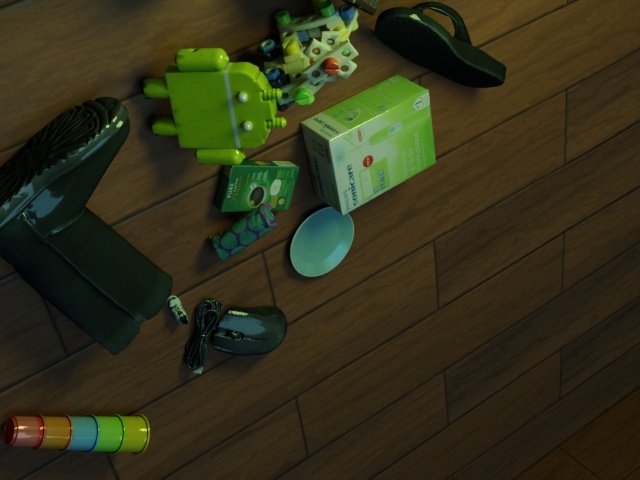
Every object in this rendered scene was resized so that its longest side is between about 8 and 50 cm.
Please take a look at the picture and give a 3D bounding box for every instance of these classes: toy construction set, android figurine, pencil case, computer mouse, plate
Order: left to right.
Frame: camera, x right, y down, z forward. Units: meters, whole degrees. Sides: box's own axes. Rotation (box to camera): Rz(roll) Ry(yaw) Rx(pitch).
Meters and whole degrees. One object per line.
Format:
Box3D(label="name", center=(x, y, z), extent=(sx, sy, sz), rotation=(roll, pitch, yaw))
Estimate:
Box3D(label="android figurine", center=(-0.200, -0.255, 1.810), extent=(0.056, 0.272, 0.248), rotation=(-71, 161, -52))
Box3D(label="pencil case", center=(-0.168, -0.020, 2.065), extent=(0.151, 0.070, 0.064), rotation=(-32, 116, 17))
Box3D(label="computer mouse", center=(-0.180, 0.227, 2.238), extent=(0.272, 0.072, 0.189), rotation=(0, 115, -39))
Box3D(label="toy construction set", center=(-0.014, -0.367, 1.856), extent=(0.215, 0.328, 0.151), rotation=(-18, 119, 7))
Box3D(label="plate", center=(0.000, 0.000, 2.277), extent=(0.188, 0.024, 0.188), rotation=(-21, 129, -28))

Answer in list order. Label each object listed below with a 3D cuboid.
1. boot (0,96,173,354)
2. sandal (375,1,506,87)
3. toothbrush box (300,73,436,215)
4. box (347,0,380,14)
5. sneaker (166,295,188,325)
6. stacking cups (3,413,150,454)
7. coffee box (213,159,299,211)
Box3D(label="boot", center=(-0.416, -0.016, 1.837), extent=(0.367, 0.146, 0.445), rotation=(-39, 132, -3))
Box3D(label="sandal", center=(0.273, -0.459, 2.144), extent=(0.445, 0.167, 0.107), rotation=(16, 80, -51))
Box3D(label="toothbrush box", center=(0.115, -0.222, 2.163), extent=(0.283, 0.122, 0.206), rotation=(-28, 131, -21))
Box3D(label="box", center=(0.047, -0.552, 1.810), extent=(0.167, 0.168, 0.203), rotation=(-64, 170, 13))
Box3D(label="sneaker", center=(-0.316, 0.157, 2.108), extent=(0.032, 0.037, 0.083), rotation=(-38, 132, -12))
Box3D(label="stacking cups", center=(-0.528, 0.417, 2.061), extent=(0.316, 0.096, 0.096), rotation=(14, 107, -42))
Box3D(label="coffee box", center=(-0.139, -0.121, 2.074), extent=(0.184, 0.040, 0.113), rotation=(-4, 120, -38))
